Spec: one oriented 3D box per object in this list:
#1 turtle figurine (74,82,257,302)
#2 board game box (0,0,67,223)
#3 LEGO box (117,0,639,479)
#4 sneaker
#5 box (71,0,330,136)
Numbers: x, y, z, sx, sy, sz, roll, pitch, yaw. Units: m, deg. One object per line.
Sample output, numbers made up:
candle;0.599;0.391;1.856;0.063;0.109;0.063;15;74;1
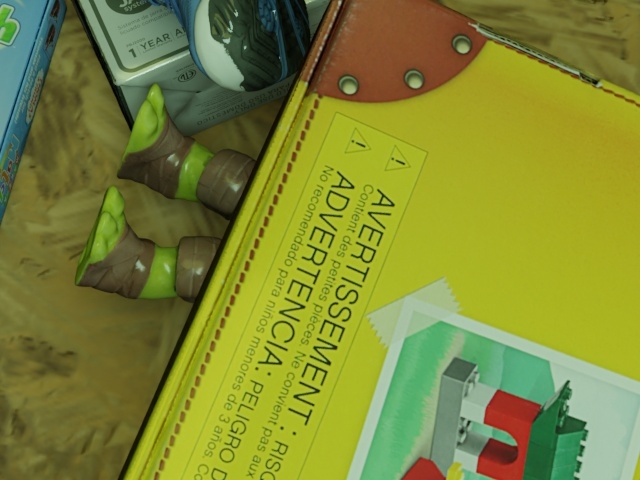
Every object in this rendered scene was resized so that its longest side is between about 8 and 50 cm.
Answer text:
turtle figurine;0.000;0.000;0.895;0.217;0.087;0.269;22;71;-5
board game box;-0.244;-0.058;0.967;0.160;0.039;0.211;10;69;8
LEGO box;0.075;0.201;0.701;0.372;0.193;0.500;24;70;-4
sneaker;-0.058;-0.131;0.851;0.081;0.080;0.211;-21;36;8
box;-0.084;-0.213;0.994;0.169;0.087;0.290;-25;68;-6
